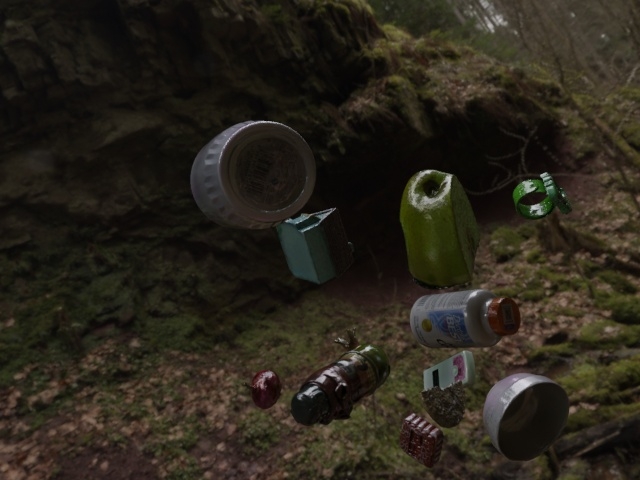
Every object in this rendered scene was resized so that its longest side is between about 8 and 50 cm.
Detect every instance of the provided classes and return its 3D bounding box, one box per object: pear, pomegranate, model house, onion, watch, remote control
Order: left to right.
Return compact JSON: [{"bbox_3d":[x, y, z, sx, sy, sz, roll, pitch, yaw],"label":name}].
[{"bbox_3d":[-0.235,0.569,1.968,0.150,0.150,0.140,-36,-40,28],"label":"onion"},{"bbox_3d":[0.000,0.000,2.094,0.249,0.280,0.230,-28,22,-30],"label":"model house"},{"bbox_3d":[0.140,0.421,1.799,0.182,0.224,0.181,-33,-12,-8],"label":"pomegranate"},{"bbox_3d":[0.276,-0.039,1.238,0.160,0.292,0.292,-10,2,26],"label":"pear"},{"bbox_3d":[0.557,0.595,2.229,0.050,0.145,0.344,13,-32,-17],"label":"remote control"},{"bbox_3d":[0.741,-0.128,1.722,0.152,0.165,0.131,-31,34,30],"label":"watch"}]

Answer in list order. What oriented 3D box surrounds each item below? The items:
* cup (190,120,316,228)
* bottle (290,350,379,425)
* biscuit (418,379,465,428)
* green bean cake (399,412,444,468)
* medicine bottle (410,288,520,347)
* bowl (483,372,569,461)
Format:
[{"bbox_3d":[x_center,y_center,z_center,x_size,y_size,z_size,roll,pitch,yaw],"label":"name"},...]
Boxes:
[{"bbox_3d":[-0.159,-0.143,1.183,0.254,0.253,0.371,-30,13,-14],"label":"cup"},{"bbox_3d":[0.038,0.384,1.297,0.156,0.143,0.271,-43,-17,33],"label":"bottle"},{"bbox_3d":[0.403,0.523,1.618,0.250,0.133,0.032,6,-28,-46],"label":"biscuit"},{"bbox_3d":[0.316,0.634,1.615,0.056,0.136,0.135,-20,-59,-42],"label":"green bean cake"},{"bbox_3d":[0.398,0.217,1.408,0.157,0.156,0.289,-26,5,-36],"label":"medicine bottle"},{"bbox_3d":[0.641,0.549,1.649,0.287,0.286,0.144,-30,23,-11],"label":"bowl"}]
